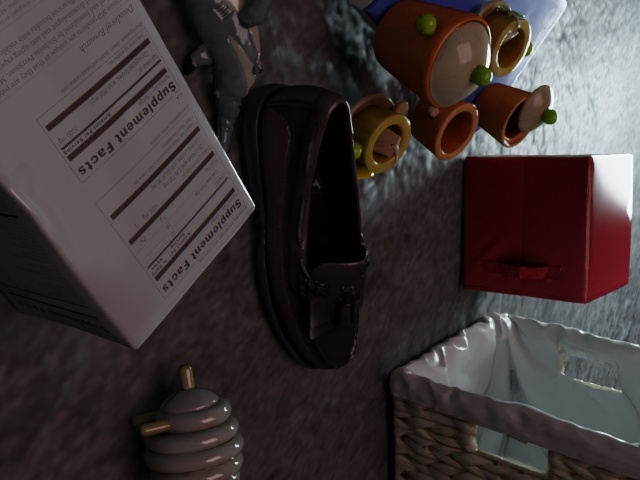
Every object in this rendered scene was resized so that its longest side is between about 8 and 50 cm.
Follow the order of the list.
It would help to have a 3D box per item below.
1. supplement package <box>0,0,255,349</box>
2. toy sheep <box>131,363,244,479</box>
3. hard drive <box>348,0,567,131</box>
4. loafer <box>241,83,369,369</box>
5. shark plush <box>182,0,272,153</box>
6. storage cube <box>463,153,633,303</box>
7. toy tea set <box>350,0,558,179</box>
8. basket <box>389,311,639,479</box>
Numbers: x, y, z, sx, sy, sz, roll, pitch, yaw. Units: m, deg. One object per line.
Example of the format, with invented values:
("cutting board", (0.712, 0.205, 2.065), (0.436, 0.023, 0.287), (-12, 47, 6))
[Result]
("supplement package", (-0.171, -0.071, 0.437), (0.134, 0.139, 0.244), (-54, 135, -31))
("toy sheep", (-0.107, 0.169, 0.602), (0.091, 0.091, 0.132), (-12, 99, -51))
("hard drive", (0.177, -0.278, 0.846), (0.210, 0.040, 0.319), (-56, 146, 6))
("loafer", (0.000, 0.000, 0.700), (0.109, 0.095, 0.302), (-33, 121, -44))
("shark plush", (-0.091, -0.158, 0.622), (0.067, 0.073, 0.161), (-13, 128, -30))
("storage cube", (0.327, -0.028, 1.045), (0.215, 0.184, 0.193), (-11, 102, -50))
("toy tea set", (0.176, -0.160, 0.805), (0.336, 0.124, 0.200), (-16, 132, -40))
("basket", (0.303, 0.280, 0.952), (0.331, 0.328, 0.266), (-16, 112, -50))
